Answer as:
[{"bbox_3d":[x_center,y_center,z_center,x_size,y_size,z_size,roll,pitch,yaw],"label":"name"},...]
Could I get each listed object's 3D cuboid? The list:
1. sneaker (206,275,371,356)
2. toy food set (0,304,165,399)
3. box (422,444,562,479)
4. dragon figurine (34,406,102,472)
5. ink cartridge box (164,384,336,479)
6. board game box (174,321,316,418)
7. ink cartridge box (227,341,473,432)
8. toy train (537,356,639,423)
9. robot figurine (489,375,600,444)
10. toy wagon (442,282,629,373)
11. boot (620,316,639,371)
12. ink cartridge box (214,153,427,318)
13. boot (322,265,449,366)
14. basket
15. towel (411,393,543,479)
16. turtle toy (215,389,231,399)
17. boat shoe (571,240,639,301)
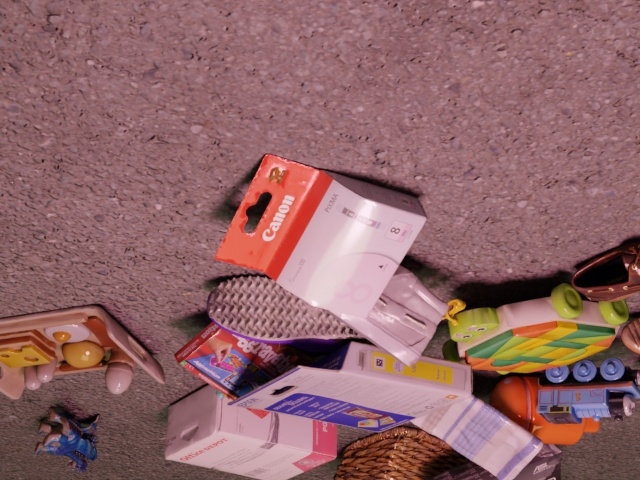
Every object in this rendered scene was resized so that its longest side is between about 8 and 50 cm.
[{"bbox_3d":[-0.039,0.137,1.607,0.294,0.102,0.146,7,154,-8],"label":"sneaker"},{"bbox_3d":[-0.451,0.213,1.739,0.306,0.092,0.219,-9,148,14],"label":"toy food set"},{"bbox_3d":[0.374,0.572,2.179,0.308,0.076,0.242,-17,126,-16],"label":"box"},{"bbox_3d":[-0.500,0.405,2.068,0.144,0.085,0.289,14,147,-23],"label":"dragon figurine"},{"bbox_3d":[-0.139,0.385,2.007,0.283,0.117,0.207,21,143,-32],"label":"ink cartridge box"},{"bbox_3d":[-0.119,0.212,1.737,0.145,0.027,0.281,-41,141,2],"label":"board game box"},{"bbox_3d":[0.042,0.243,1.677,0.307,0.072,0.304,16,154,-22],"label":"ink cartridge box"},{"bbox_3d":[0.467,0.265,1.747,0.184,0.105,0.080,-7,152,31],"label":"toy train"},{"bbox_3d":[0.416,0.320,1.896,0.220,0.158,0.128,4,119,-7],"label":"robot figurine"},{"bbox_3d":[0.320,0.151,1.627,0.345,0.068,0.267,9,150,-38],"label":"toy wagon"},{"bbox_3d":[0.597,0.213,1.750,0.249,0.090,0.207,5,147,-16],"label":"boot"},{"bbox_3d":[0.000,0.000,1.356,0.232,0.066,0.189,13,123,-27],"label":"ink cartridge box"},{"bbox_3d":[0.066,0.070,1.511,0.258,0.123,0.095,35,174,-3],"label":"boot"},{"bbox_3d":[0.189,0.528,2.278,0.299,0.223,0.213,24,174,-35],"label":"basket"},{"bbox_3d":[0.267,0.345,1.886,0.285,0.034,0.209,33,149,9],"label":"towel"},{"bbox_3d":[-0.158,0.253,1.833,0.095,0.066,0.130,1,148,-2],"label":"turtle toy"},{"bbox_3d":[0.466,0.039,1.474,0.073,0.073,0.207,20,144,-34],"label":"boat shoe"}]
